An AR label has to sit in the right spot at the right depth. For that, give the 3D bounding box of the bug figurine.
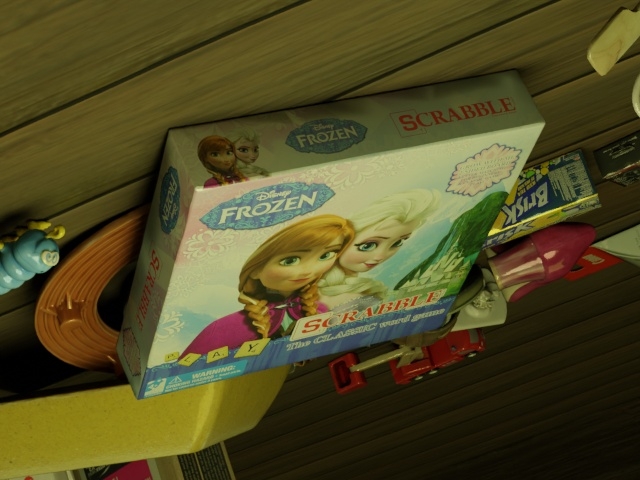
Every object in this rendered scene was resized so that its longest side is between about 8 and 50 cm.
[{"bbox_3d":[-0.343,0.036,1.337,0.216,0.072,0.279,-29,162,35],"label":"bug figurine"}]

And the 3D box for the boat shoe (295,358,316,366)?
[{"bbox_3d":[-0.025,0.122,2.030,0.178,0.060,0.064,-9,162,-32],"label":"boat shoe"}]

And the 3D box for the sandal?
[{"bbox_3d":[0.107,0.069,1.816,0.120,0.086,0.303,-3,180,-2],"label":"sandal"}]

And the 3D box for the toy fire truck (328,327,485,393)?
[{"bbox_3d":[0.122,0.160,2.364,0.192,0.047,0.135,-25,162,21],"label":"toy fire truck"}]

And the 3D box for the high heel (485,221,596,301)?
[{"bbox_3d":[0.244,0.011,1.886,0.117,0.082,0.244,-22,173,6],"label":"high heel"}]

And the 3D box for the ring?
[{"bbox_3d":[-0.101,0.046,1.598,0.337,0.032,0.336,-16,153,-8],"label":"ring"}]

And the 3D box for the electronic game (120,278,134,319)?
[{"bbox_3d":[-0.087,0.043,1.702,0.229,0.048,0.229,-15,157,-7],"label":"electronic game"}]

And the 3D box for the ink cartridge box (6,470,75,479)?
[{"bbox_3d":[-0.430,0.333,2.034,0.273,0.198,0.115,-19,165,0],"label":"ink cartridge box"}]

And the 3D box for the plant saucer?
[{"bbox_3d":[-0.213,0.186,1.782,0.333,0.081,0.333,-9,178,12],"label":"plant saucer"}]

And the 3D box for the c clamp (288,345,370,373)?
[{"bbox_3d":[-0.035,0.143,2.107,0.137,0.022,0.161,-7,-174,30],"label":"c clamp"}]

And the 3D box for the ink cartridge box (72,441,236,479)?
[{"bbox_3d":[-0.215,0.277,2.101,0.088,0.193,0.235,-6,160,-40],"label":"ink cartridge box"}]

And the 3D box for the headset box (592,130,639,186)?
[{"bbox_3d":[0.324,-0.085,1.766,0.062,0.032,0.083,-26,162,24],"label":"headset box"}]

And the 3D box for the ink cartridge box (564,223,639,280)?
[{"bbox_3d":[0.419,0.022,2.219,0.232,0.066,0.189,-28,163,18],"label":"ink cartridge box"}]

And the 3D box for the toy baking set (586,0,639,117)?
[{"bbox_3d":[0.310,-0.171,1.244,0.256,0.030,0.196,4,112,-40],"label":"toy baking set"}]

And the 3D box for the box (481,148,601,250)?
[{"bbox_3d":[0.200,-0.035,1.757,0.169,0.054,0.059,-20,165,8],"label":"box"}]

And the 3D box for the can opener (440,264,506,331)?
[{"bbox_3d":[0.109,0.083,2.026,0.280,0.074,0.093,-5,161,-39],"label":"can opener"}]

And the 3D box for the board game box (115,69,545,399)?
[{"bbox_3d":[0.000,0.000,1.479,0.319,0.066,0.318,-12,149,-23],"label":"board game box"}]
